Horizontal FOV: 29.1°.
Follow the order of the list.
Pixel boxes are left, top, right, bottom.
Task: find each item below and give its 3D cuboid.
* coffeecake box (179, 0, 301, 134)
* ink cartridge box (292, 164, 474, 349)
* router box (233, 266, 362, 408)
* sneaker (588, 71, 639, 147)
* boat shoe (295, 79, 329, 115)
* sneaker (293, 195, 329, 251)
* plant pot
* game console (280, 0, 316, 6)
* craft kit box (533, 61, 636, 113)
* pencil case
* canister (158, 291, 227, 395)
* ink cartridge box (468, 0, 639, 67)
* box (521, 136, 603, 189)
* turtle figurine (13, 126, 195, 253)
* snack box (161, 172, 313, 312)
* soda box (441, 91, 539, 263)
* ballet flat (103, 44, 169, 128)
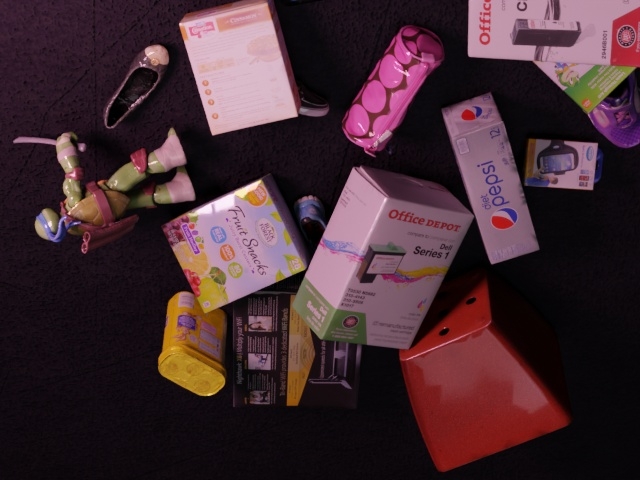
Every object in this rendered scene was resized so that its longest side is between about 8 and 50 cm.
[{"bbox_3d":[-0.122,-0.274,1.918,0.142,0.068,0.186,-11,113,9],"label":"coffeecake box"},{"bbox_3d":[0.106,0.033,2.093,0.201,0.117,0.278,10,114,-36],"label":"ink cartridge box"},{"bbox_3d":[-0.043,0.185,2.319,0.242,0.081,0.309,2,129,-3],"label":"router box"},{"bbox_3d":[0.471,-0.231,1.972,0.095,0.105,0.236,-18,129,12],"label":"sneaker"},{"bbox_3d":[-0.049,-0.240,1.990,0.142,0.049,0.040,17,127,-12],"label":"boat shoe"},{"bbox_3d":[0.000,0.000,2.172,0.063,0.073,0.162,-24,126,17],"label":"sneaker"},{"bbox_3d":[0.275,0.214,2.245,0.267,0.267,0.236,-25,119,18],"label":"plant pot"},{"bbox_3d":[-0.003,-0.399,1.839,0.144,0.124,0.085,-10,103,7],"label":"game console"},{"bbox_3d":[0.400,-0.360,1.831,0.246,0.061,0.250,46,121,2],"label":"craft kit box"},{"bbox_3d":[0.118,-0.237,1.964,0.095,0.098,0.209,19,126,-16],"label":"pencil case"},{"bbox_3d":[-0.230,0.186,2.259,0.126,0.170,0.073,32,122,-24],"label":"canister"},{"bbox_3d":[0.352,-0.360,1.754,0.272,0.114,0.197,7,113,21],"label":"ink cartridge box"},{"bbox_3d":[0.411,-0.129,2.081,0.136,0.028,0.081,3,100,-2],"label":"box"},{"bbox_3d":[-0.362,-0.107,2.061,0.266,0.274,0.198,-19,107,-10],"label":"turtle figurine"},{"bbox_3d":[-0.143,0.005,2.132,0.207,0.070,0.174,-25,96,16],"label":"snack box"},{"bbox_3d":[0.287,-0.101,2.076,0.091,0.098,0.286,-18,128,6],"label":"soda box"},{"bbox_3d":[-0.294,-0.245,1.980,0.057,0.049,0.173,26,124,-22],"label":"ballet flat"}]
